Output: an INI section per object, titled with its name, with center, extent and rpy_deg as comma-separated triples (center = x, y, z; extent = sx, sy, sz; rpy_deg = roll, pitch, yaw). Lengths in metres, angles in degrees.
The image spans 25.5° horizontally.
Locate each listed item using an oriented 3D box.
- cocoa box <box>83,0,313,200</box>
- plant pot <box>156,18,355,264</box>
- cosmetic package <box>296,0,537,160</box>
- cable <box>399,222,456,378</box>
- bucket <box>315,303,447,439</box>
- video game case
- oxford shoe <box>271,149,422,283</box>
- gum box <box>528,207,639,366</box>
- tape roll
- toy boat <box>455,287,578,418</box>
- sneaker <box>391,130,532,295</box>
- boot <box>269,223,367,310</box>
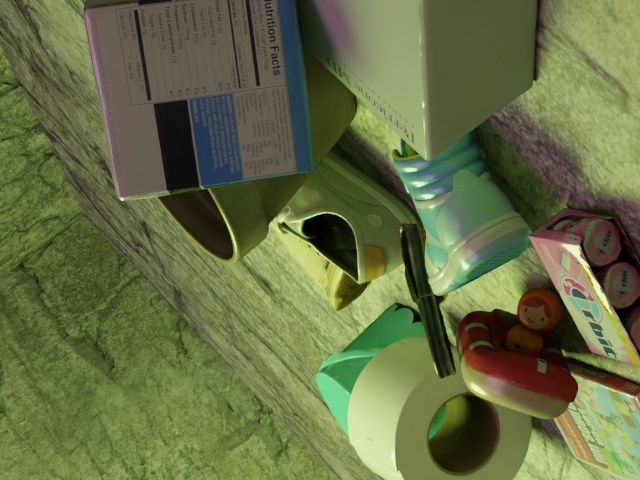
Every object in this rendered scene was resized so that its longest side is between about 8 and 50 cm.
[cocoa box]
center = -0.143, -0.226, 1.672
extent = 0.347, 0.228, 0.231
rpy_deg = -105, 7, -65
[plant pot]
center = -0.112, -0.172, 2.035
extent = 0.323, 0.280, 0.323
rpy_deg = 48, 163, 20
[cosmetic package]
center = 0.086, -0.313, 1.406
extent = 0.230, 0.161, 0.453
rpy_deg = 45, 163, 28
[cable]
center = 0.163, 0.070, 1.983
extent = 0.287, 0.072, 0.139
rpy_deg = -104, 1, -61
[bucket]
center = 0.134, 0.268, 2.441
extent = 0.281, 0.183, 0.281
rpy_deg = 48, 163, 19
[video game case]
center = 0.400, 0.257, 1.960
extent = 0.204, 0.025, 0.285
rpy_deg = 59, 163, -19
[oxford shoe]
center = -0.046, -0.080, 2.199
extent = 0.449, 0.130, 0.169
rpy_deg = 34, 151, 26
[gum box]
center = 0.329, 0.050, 1.655
extent = 0.188, 0.062, 0.107
rpy_deg = 58, 163, -18
[tape roll]
center = 0.186, 0.285, 2.224
extent = 0.246, 0.246, 0.169
rpy_deg = 59, 164, -20
[toy boat]
center = 0.272, 0.133, 1.873
extent = 0.151, 0.151, 0.231
rpy_deg = 18, -161, -7
[sneaker]
center = 0.168, -0.050, 1.824
extent = 0.208, 0.127, 0.319
rpy_deg = 62, 169, 7
[boot]
center = 0.000, 0.000, 2.431
extent = 0.203, 0.095, 0.262
rpy_deg = 51, 168, 13
